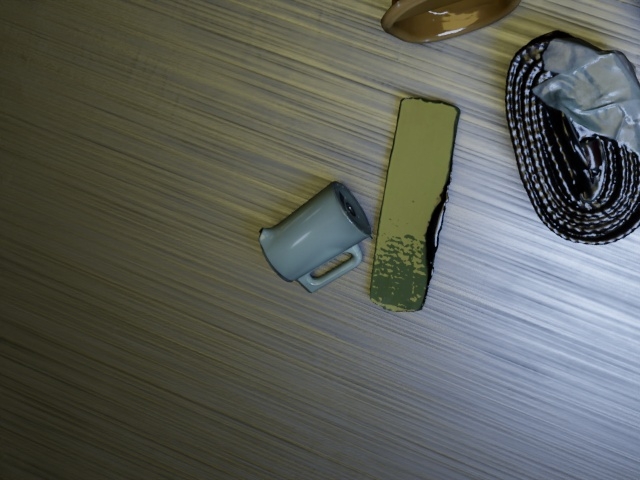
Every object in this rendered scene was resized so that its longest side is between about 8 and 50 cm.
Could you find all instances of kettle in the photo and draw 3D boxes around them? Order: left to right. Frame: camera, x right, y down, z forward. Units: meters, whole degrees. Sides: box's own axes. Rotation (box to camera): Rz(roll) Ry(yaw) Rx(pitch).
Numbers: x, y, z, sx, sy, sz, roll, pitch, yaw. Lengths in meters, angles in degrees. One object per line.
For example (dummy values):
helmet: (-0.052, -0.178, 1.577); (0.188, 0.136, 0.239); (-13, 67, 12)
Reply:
kettle: (-0.003, -0.005, 1.276); (0.148, 0.127, 0.098); (-35, 59, 18)

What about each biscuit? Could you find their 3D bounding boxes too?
biscuit: (0.140, -0.049, 1.255); (0.099, 0.038, 0.322); (11, 103, 14)

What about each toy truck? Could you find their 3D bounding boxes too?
toy truck: (0.148, -0.390, 1.083); (0.204, 0.288, 0.211); (-16, 84, 13)

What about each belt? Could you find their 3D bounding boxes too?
belt: (0.348, -0.139, 1.128); (0.184, 0.164, 0.289); (-18, 95, 24)
